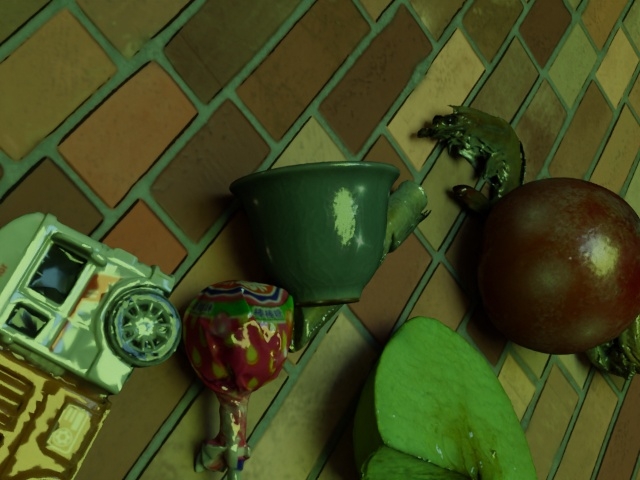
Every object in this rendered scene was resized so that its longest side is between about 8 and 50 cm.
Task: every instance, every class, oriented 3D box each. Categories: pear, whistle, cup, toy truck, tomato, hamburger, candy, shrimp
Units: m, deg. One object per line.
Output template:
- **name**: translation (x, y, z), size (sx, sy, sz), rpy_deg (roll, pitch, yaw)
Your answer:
- **pear**: translation (0.135, 0.220, 1.146), size (0.288, 0.139, 0.239), rpy_deg (28, 48, -30)
- **whistle**: translation (0.041, 0.025, 1.147), size (0.326, 0.057, 0.068), rpy_deg (-42, 100, -39)
- **cup**: translation (0.000, 0.000, 1.019), size (0.199, 0.199, 0.150), rpy_deg (0, 82, -42)
- **toy truck**: translation (-0.291, 0.159, 0.743), size (0.207, 0.173, 0.387), rpy_deg (35, 61, -21)
- **tomato**: translation (0.365, 0.034, 1.309), size (0.265, 0.265, 0.265), rpy_deg (11, 74, -40)
- **hamburger**: translation (0.533, 0.138, 1.524), size (0.215, 0.122, 0.189), rpy_deg (-16, 98, -47)
- **candy**: translation (-0.091, 0.226, 0.961), size (0.124, 0.124, 0.365), rpy_deg (2, 87, -42)
- **shrimp**: translation (0.241, -0.117, 1.364), size (0.253, 0.058, 0.173), rpy_deg (0, 90, -45)
